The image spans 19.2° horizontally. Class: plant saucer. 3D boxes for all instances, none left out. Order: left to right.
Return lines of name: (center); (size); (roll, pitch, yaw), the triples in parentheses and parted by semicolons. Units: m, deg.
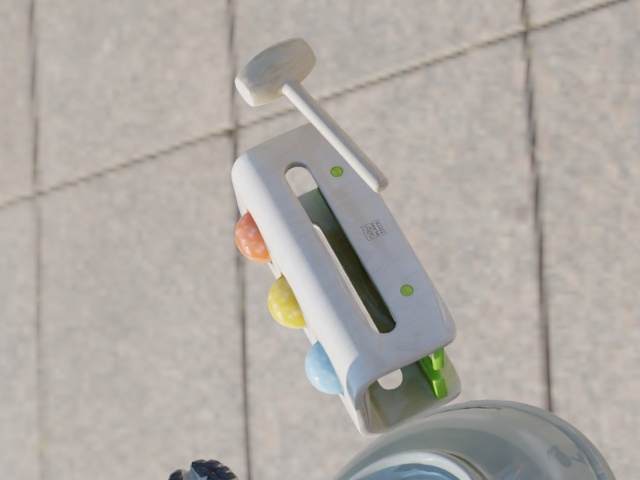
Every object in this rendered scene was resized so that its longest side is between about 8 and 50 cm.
plant saucer: (0.091, 0.309, 1.766); (0.400, 0.100, 0.400); (-24, 44, 26)

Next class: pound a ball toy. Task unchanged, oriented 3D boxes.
pound a ball toy: (0.000, 0.000, 1.740); (0.319, 0.135, 0.208); (60, 171, 29)

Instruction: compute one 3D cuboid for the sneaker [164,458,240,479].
sneaker: (-0.051, 0.299, 1.578); (0.107, 0.110, 0.275); (-28, 44, 2)
